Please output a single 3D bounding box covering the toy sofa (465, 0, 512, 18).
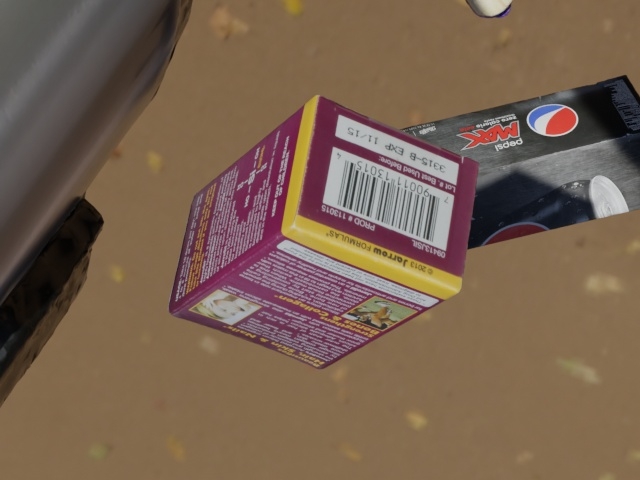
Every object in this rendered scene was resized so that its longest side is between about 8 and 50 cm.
[{"bbox_3d":[0.069,-0.352,1.513,0.362,0.177,0.150,47,172,-15],"label":"toy sofa"}]

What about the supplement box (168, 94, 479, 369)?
[{"bbox_3d":[0.000,0.000,0.539,0.055,0.043,0.083,21,152,-22],"label":"supplement box"}]

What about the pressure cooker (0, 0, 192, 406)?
[{"bbox_3d":[-0.279,-0.032,0.558,0.375,0.420,0.370,24,147,12],"label":"pressure cooker"}]

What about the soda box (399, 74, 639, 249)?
[{"bbox_3d":[0.102,-0.037,1.053,0.169,0.053,0.060,-13,131,-7],"label":"soda box"}]
